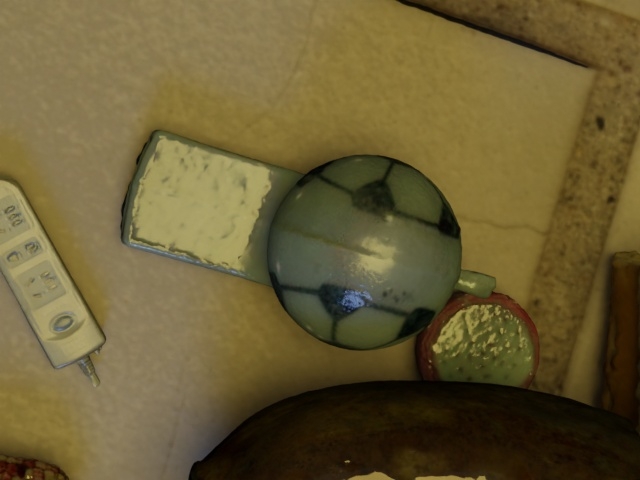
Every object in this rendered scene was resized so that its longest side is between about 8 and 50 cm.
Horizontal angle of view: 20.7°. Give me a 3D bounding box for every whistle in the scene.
[{"bbox_3d":[0.000,0.000,1.339,0.289,0.163,0.164,15,92,-13],"label":"whistle"}]

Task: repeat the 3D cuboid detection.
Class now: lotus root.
[{"bbox_3d":[0.069,0.220,1.329,0.346,0.250,0.251,3,95,-13],"label":"lotus root"}]

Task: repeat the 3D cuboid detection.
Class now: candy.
[{"bbox_3d":[0.128,0.090,1.432,0.103,0.043,0.103,-2,98,-13],"label":"candy"}]

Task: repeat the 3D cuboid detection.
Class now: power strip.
[{"bbox_3d":[-0.218,0.031,1.359,0.047,0.030,0.191,-29,100,-7],"label":"power strip"}]

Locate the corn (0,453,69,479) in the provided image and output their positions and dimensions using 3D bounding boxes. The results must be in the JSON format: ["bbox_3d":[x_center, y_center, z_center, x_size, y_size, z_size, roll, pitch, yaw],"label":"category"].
[{"bbox_3d":[-0.304,0.200,1.330,0.253,0.086,0.086,2,95,-12],"label":"corn"}]

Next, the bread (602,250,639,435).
[{"bbox_3d":[0.350,0.195,1.428,0.236,0.165,0.375,2,95,-8],"label":"bread"}]
